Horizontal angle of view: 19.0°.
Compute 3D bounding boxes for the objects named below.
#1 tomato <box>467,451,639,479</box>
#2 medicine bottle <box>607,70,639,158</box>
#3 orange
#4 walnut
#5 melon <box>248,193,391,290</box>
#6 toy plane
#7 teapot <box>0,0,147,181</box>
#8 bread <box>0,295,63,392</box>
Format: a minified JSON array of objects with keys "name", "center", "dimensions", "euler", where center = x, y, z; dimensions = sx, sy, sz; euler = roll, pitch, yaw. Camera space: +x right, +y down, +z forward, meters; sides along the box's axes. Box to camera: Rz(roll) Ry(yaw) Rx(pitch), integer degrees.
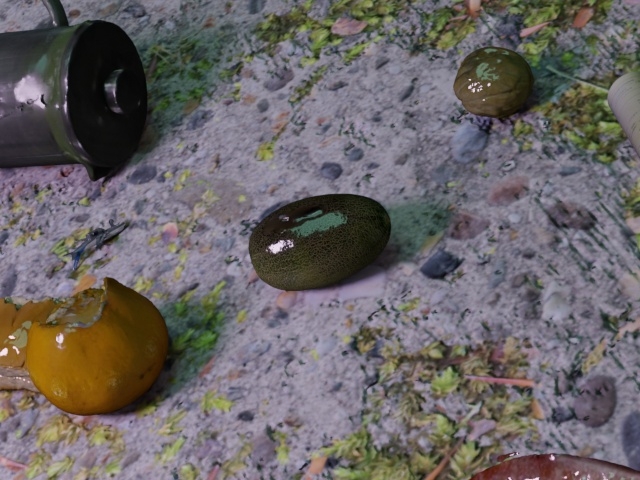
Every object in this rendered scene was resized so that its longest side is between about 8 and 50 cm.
[{"name":"tomato","center":[0.210,0.339,1.517],"dimensions":[0.338,0.144,0.338],"euler":[-21,53,29]},{"name":"medicine bottle","center":[0.359,-0.090,1.969],"dimensions":[0.059,0.059,0.231],"euler":[-25,40,5]},{"name":"orange","center":[-0.242,0.112,2.053],"dimensions":[0.156,0.134,0.156],"euler":[-7,48,8]},{"name":"walnut","center":[0.195,-0.177,2.148],"dimensions":[0.092,0.092,0.092],"euler":[-16,41,15]},{"name":"melon","center":[0.000,0.000,2.056],"dimensions":[0.162,0.099,0.099],"euler":[-17,40,16]},{"name":"toy plane","center":[-0.268,0.000,2.271],"dimensions":[0.084,0.024,0.078],"euler":[-41,22,-15]},{"name":"teapot","center":[-0.383,-0.205,2.399],"dimensions":[0.337,0.200,0.270],"euler":[-1,90,26]},{"name":"bread","center":[-0.339,0.114,2.143],"dimensions":[0.125,0.082,0.106],"euler":[0,40,28]}]
